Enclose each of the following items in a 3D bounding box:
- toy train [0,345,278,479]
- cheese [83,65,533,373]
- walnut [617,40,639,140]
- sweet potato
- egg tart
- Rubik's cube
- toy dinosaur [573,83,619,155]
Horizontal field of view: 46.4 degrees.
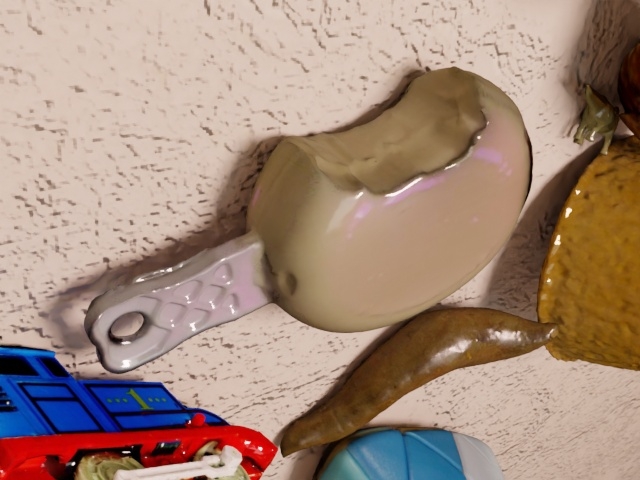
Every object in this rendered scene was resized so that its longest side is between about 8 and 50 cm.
[{"bbox_3d":[-0.125,0.125,0.420,0.083,0.131,0.204,-58,149,6],"label":"toy train"},{"bbox_3d":[0.000,0.000,0.447,0.286,0.082,0.163,-23,134,-23],"label":"cheese"},{"bbox_3d":[0.278,-0.114,0.543,0.116,0.116,0.207,-46,170,0],"label":"walnut"},{"bbox_3d":[0.072,0.102,0.612,0.249,0.059,0.069,-25,114,-6],"label":"sweet potato"},{"bbox_3d":[0.293,0.028,0.642,0.215,0.170,0.215,-21,122,-38],"label":"egg tart"},{"bbox_3d":[0.076,0.316,0.665,0.254,0.254,0.254,-22,134,-25],"label":"Rubik's cube"},{"bbox_3d":[0.215,-0.095,0.587,0.113,0.026,0.041,10,109,-54],"label":"toy dinosaur"}]
